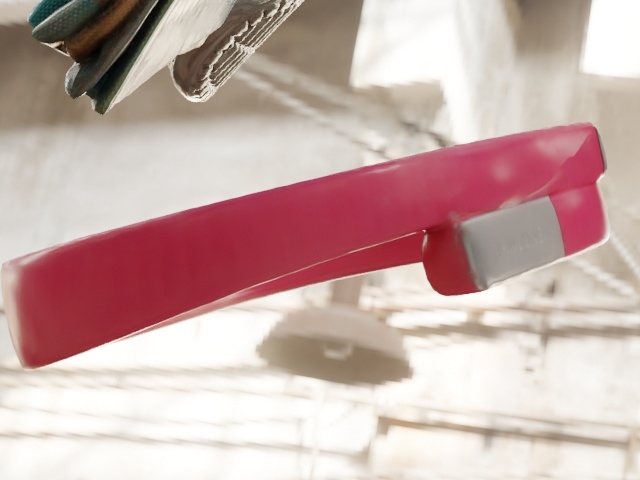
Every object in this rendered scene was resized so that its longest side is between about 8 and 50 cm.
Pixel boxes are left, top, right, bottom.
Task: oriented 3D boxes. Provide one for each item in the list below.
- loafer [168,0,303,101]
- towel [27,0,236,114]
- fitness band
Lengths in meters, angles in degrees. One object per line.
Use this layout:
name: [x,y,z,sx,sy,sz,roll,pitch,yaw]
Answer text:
loafer: [-0.055,-0.148,0.926,0.087,0.251,0.094,43,-72,-10]
towel: [0.026,-0.222,0.626,0.040,0.370,0.271,33,11,-3]
fitness band: [0.000,0.000,0.707,0.209,0.054,0.291,-11,1,29]
